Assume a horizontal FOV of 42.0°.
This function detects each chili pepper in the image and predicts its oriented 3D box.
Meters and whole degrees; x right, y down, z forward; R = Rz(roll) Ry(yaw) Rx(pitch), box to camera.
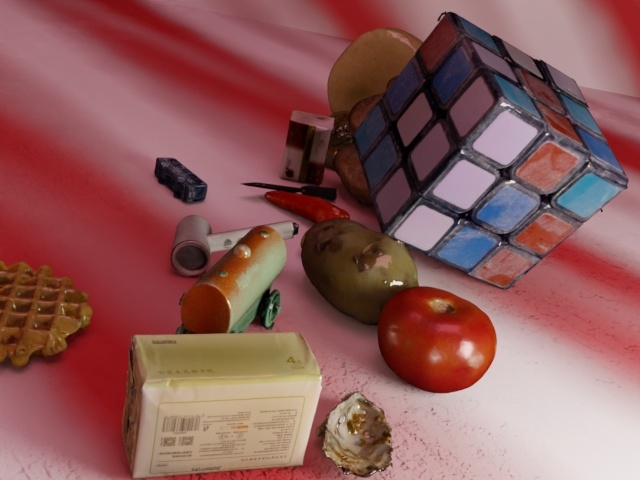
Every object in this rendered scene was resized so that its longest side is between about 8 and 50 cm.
[{"bbox_3d":[-0.011,-0.062,1.792,0.272,0.063,0.071,27,17,34],"label":"chili pepper"}]

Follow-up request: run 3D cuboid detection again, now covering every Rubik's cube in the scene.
[{"bbox_3d":[0.311,-0.167,1.632,0.359,0.362,0.363,25,36,-27],"label":"Rubik's cube"}]

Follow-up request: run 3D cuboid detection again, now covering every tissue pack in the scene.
[{"bbox_3d":[-0.134,0.210,1.086,0.234,0.159,0.125,0,28,-21],"label":"tissue pack"},{"bbox_3d":[-0.032,-0.221,1.994,0.106,0.148,0.099,11,26,-1],"label":"tissue pack"}]

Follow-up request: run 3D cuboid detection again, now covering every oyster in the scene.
[{"bbox_3d":[0.048,0.267,1.163,0.105,0.056,0.177,15,27,-7],"label":"oyster"}]

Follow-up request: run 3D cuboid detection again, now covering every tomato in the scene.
[{"bbox_3d":[0.184,0.160,1.337,0.195,0.136,0.195,8,24,-4],"label":"tomato"}]

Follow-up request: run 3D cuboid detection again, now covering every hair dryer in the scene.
[{"bbox_3d":[-0.156,-0.012,1.546,0.237,0.073,0.131,-12,27,2],"label":"hair dryer"}]

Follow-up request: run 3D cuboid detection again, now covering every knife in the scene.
[{"bbox_3d":[-0.072,-0.114,1.887,0.231,0.028,0.060,5,-6,-27],"label":"knife"}]

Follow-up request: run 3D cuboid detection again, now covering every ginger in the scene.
[{"bbox_3d":[0.144,-0.231,1.925,0.155,0.304,0.245,-2,13,-39],"label":"ginger"}]

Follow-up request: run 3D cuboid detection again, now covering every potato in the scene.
[{"bbox_3d":[0.063,0.051,1.498,0.165,0.164,0.262,-12,29,-39],"label":"potato"}]

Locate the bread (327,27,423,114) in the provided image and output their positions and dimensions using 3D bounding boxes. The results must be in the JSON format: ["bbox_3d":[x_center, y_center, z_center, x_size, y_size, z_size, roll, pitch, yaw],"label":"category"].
[{"bbox_3d":[0.179,-0.409,2.260,0.321,0.320,0.237,18,6,13],"label":"bread"}]

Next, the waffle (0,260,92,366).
[{"bbox_3d":[-0.484,0.108,1.268,0.253,0.056,0.249,-14,36,-39],"label":"waffle"}]

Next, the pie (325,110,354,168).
[{"bbox_3d":[0.049,-0.263,2.140,0.187,0.041,0.186,-8,53,10],"label":"pie"}]

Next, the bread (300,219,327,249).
[{"bbox_3d":[0.000,0.000,1.673,0.066,0.060,0.110,45,33,1],"label":"bread"}]

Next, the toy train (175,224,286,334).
[{"bbox_3d":[-0.134,0.085,1.315,0.116,0.177,0.285,18,26,12],"label":"toy train"}]

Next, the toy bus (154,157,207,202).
[{"bbox_3d":[-0.308,-0.134,1.829,0.065,0.047,0.166,-6,30,-38],"label":"toy bus"}]
